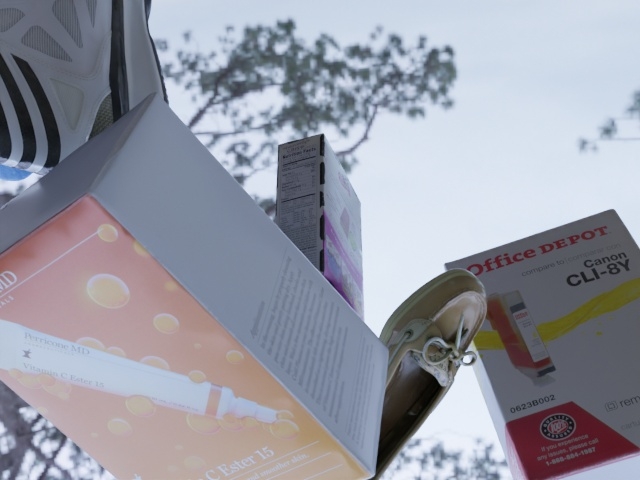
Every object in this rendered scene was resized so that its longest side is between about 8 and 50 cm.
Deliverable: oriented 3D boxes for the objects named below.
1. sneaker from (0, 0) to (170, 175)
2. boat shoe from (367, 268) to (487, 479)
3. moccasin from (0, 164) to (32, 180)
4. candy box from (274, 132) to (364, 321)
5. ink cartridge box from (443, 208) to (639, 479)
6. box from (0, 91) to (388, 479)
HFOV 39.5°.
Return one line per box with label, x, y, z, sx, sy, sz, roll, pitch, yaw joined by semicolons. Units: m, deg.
sneaker;-0.317;-0.263;0.923;0.258;0.447;0.169;10;142;-42
boat shoe;0.101;0.161;0.991;0.105;0.285;0.089;36;179;-29
moccasin;-0.511;-0.260;1.555;0.138;0.342;0.116;11;-143;-23
candy box;0.000;0.000;1.162;0.071;0.159;0.233;-12;-130;17
ink cartridge box;0.361;0.170;1.253;0.279;0.160;0.384;-18;-134;3
box;-0.128;0.082;0.801;0.215;0.345;0.168;-30;-155;27
